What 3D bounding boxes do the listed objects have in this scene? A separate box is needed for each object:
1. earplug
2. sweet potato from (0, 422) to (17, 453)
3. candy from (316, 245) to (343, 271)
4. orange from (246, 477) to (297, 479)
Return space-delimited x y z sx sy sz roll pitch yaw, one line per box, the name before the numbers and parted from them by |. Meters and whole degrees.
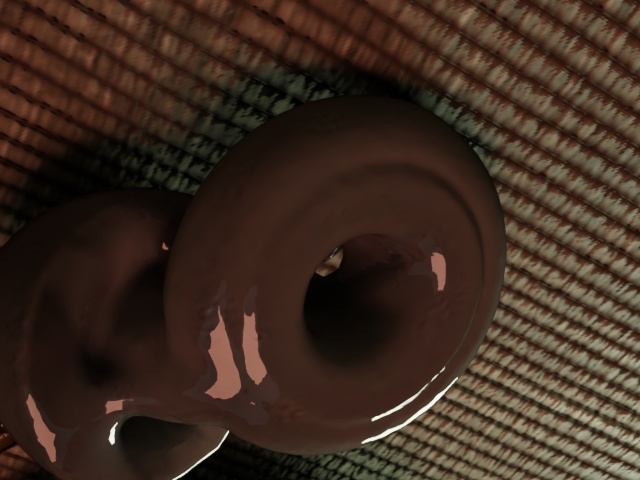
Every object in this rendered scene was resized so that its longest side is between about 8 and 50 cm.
earplug | -0.051 0.032 1.066 0.325 0.175 0.214 -18 122 11
sweet potato | -0.272 0.160 1.344 0.081 0.062 0.233 -3 151 -40
candy | 0.000 0.001 1.143 0.030 0.020 0.083 13 143 -24
orange | -0.055 0.298 1.427 0.301 0.223 0.300 -24 164 -3
